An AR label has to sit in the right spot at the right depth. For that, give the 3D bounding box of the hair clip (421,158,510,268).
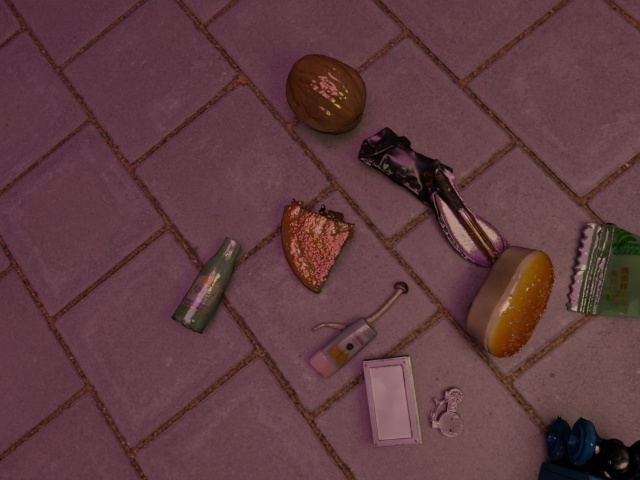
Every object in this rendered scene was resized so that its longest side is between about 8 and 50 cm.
[{"bbox_3d":[0.400,-0.062,1.306,0.110,0.095,0.359,-38,97,-25],"label":"hair clip"}]

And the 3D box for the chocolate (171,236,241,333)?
[{"bbox_3d":[-0.330,0.128,1.389,0.110,0.110,0.291,26,82,12],"label":"chocolate"}]

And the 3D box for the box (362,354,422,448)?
[{"bbox_3d":[0.194,0.434,1.258,0.129,0.086,0.225,-8,78,7],"label":"box"}]

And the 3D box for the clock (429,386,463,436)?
[{"bbox_3d":[0.345,0.462,1.253,0.087,0.041,0.129,10,86,7],"label":"clock"}]

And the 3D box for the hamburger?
[{"bbox_3d":[0.499,0.156,1.196,0.151,0.227,0.295,32,89,36],"label":"hamburger"}]

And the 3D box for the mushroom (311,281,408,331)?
[{"bbox_3d":[0.123,0.213,1.335,0.306,0.043,0.068,-30,65,3],"label":"mushroom"}]

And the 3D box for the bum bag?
[{"bbox_3d":[0.262,-0.220,1.369,0.310,0.074,0.137,34,86,-1],"label":"bum bag"}]

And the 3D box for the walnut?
[{"bbox_3d":[0.014,-0.435,1.374,0.261,0.225,0.225,41,88,9],"label":"walnut"}]

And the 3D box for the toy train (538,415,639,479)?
[{"bbox_3d":[0.628,0.562,1.060,0.188,0.300,0.265,17,72,12],"label":"toy train"}]

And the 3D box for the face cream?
[{"bbox_3d":[0.065,0.302,1.303,0.198,0.057,0.084,-43,103,5],"label":"face cream"}]

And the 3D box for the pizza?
[{"bbox_3d":[0.000,0.000,1.366,0.228,0.081,0.289,-24,78,10],"label":"pizza"}]

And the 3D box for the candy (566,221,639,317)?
[{"bbox_3d":[0.872,0.096,1.183,0.398,0.172,0.263,10,77,23],"label":"candy"}]
